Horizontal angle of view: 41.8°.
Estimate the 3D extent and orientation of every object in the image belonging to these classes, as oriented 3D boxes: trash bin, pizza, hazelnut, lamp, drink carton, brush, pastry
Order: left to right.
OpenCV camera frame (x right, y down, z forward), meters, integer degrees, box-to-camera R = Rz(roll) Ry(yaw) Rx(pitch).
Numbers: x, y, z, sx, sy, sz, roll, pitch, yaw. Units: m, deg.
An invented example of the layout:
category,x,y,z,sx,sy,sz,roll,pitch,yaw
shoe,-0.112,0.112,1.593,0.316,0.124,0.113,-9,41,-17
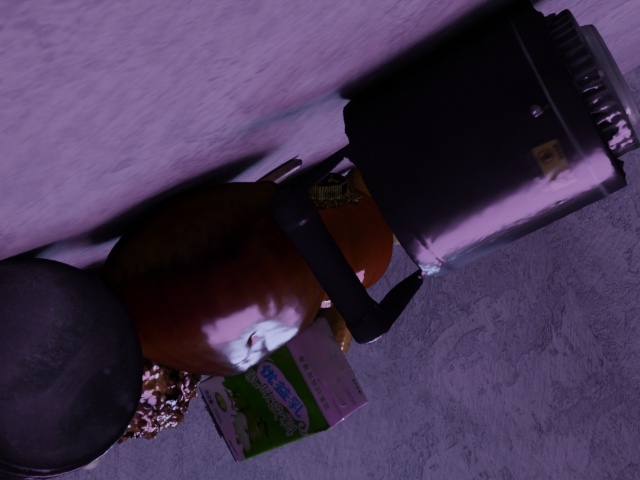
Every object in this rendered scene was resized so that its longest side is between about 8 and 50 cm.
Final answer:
category,x,y,z,sx,sy,sz,roll,pitch,yaw
trash bin,-0.342,0.158,0.866,0.252,0.203,0.301,-1,162,-39
pastry,-0.274,0.151,1.152,0.193,0.275,0.275,-53,-167,-33
hazelnut,-0.112,0.046,0.922,0.251,0.217,0.217,-27,178,3
brush,-0.094,-0.060,1.096,0.196,0.021,0.070,-31,175,34
drink carton,-0.069,0.247,1.383,0.271,0.161,0.108,-31,176,42
lamp,0.000,0.000,1.254,0.223,0.197,0.223,3,-159,-1
pizza,0.044,0.046,1.469,0.073,0.366,0.182,12,159,-6
lamp,0.164,-0.096,0.812,0.272,0.205,0.374,-23,-162,39

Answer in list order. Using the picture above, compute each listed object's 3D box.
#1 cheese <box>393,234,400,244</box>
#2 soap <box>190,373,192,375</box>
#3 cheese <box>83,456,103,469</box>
category,x,y,z,sx,sy,sz,roll,pitch,yaw
cheese,0.178,-0.080,1.862,0.093,0.167,0.123,-30,-177,-42
soap,-0.246,0.140,1.459,0.435,0.213,0.350,-28,176,-15
cheese,-0.497,0.333,1.820,0.115,0.327,0.318,10,-169,0
